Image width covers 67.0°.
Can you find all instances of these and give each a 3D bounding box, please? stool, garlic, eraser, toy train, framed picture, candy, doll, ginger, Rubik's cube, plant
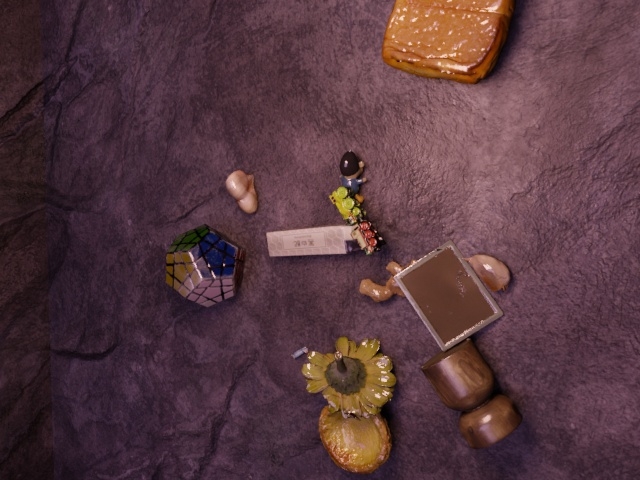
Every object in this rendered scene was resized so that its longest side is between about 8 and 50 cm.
[{"bbox_3d":[0.443,0.446,1.432,0.179,0.179,0.264,-38,78,31],"label":"stool"},{"bbox_3d":[0.489,0.085,1.406,0.152,0.066,0.084,48,121,13],"label":"garlic"},{"bbox_3d":[0.000,0.000,1.676,0.404,0.096,0.098,-4,95,33],"label":"eraser"},{"bbox_3d":[0.115,-0.062,1.518,0.085,0.053,0.250,-42,65,28],"label":"toy train"},{"bbox_3d":[0.385,0.166,1.472,0.216,0.016,0.273,-33,79,8],"label":"framed picture"},{"bbox_3d":[-0.078,0.431,1.843,0.083,0.020,0.030,-41,76,31],"label":"candy"},{"bbox_3d":[0.105,-0.214,1.587,0.102,0.089,0.179,12,128,30],"label":"doll"},{"bbox_3d":[0.247,0.132,1.565,0.258,0.065,0.149,2,93,27],"label":"ginger"},{"bbox_3d":[-0.290,-0.181,1.816,0.099,0.124,0.174,-24,112,17],"label":"garlic"},{"bbox_3d":[-0.440,0.096,1.862,0.264,0.319,0.319,-30,81,59],"label":"Rubik's cube"},{"bbox_3d":[0.095,0.463,1.582,0.306,0.297,0.261,-14,87,2],"label":"plant"}]

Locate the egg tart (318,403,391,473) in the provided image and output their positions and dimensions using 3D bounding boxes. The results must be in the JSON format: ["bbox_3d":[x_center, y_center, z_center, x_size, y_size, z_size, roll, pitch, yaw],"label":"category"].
[{"bbox_3d":[0.130,0.671,1.701,0.294,0.123,0.294,4,97,33],"label":"egg tart"}]

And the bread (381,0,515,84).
[{"bbox_3d":[0.358,-0.611,1.323,0.337,0.148,0.328,21,105,29],"label":"bread"}]
